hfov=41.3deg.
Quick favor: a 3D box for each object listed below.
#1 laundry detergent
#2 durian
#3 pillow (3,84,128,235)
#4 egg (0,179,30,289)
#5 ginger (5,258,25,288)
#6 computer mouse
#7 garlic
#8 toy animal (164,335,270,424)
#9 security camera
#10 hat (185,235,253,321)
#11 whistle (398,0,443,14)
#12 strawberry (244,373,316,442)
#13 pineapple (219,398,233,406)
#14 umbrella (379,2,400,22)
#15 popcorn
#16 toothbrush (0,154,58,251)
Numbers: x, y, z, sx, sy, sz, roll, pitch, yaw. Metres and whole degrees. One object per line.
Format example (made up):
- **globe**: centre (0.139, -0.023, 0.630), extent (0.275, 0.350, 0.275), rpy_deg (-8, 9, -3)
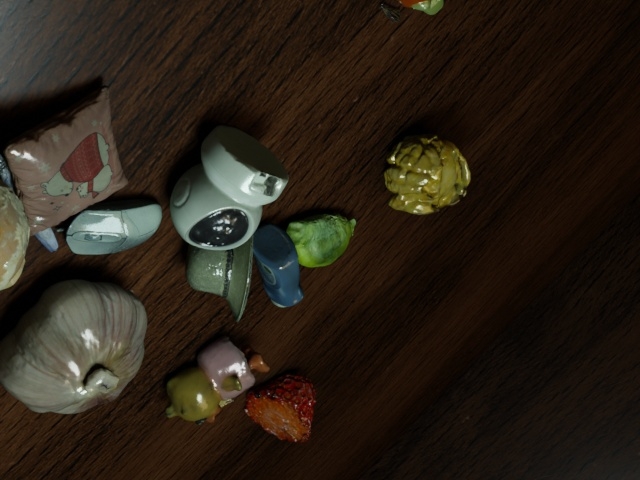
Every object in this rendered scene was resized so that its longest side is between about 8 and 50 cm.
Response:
- **laundry detergent**: centre (-0.099, 0.081, 2.097), extent (0.094, 0.143, 0.290), rpy_deg (-38, 153, -16)
- **durian**: centre (0.000, 0.000, 2.149), extent (0.250, 0.101, 0.139), rpy_deg (3, 125, -51)
- **pillow**: centre (-0.436, -0.132, 1.475), extent (0.223, 0.084, 0.236), rpy_deg (-41, 153, -31)
- **egg**: centre (-0.572, -0.011, 1.360), extent (0.203, 0.203, 0.245), rpy_deg (-22, 142, -33)
- **ginger**: centre (-0.653, 0.091, 1.514), extent (0.288, 0.075, 0.089), rpy_deg (-30, -172, -26)
- **computer mouse**: centre (-0.403, -0.024, 1.674), extent (0.229, 0.068, 0.113), rpy_deg (-14, 136, -41)
- **garlic**: centre (-0.494, 0.221, 1.732), extent (0.322, 0.241, 0.322), rpy_deg (-35, 170, -7)
- **toy animal**: centre (-0.283, 0.369, 2.209), extent (0.281, 0.195, 0.169), rpy_deg (-43, 110, -10)
- **security camera**: centre (-0.202, -0.092, 1.726), extent (0.236, 0.194, 0.194), rpy_deg (-50, 149, 19)
- **hat**: centre (-0.232, 0.049, 1.877), extent (0.130, 0.257, 0.257), rpy_deg (6, 130, -14)
- **whistle**: centre (0.190, -0.538, 1.721), extent (0.131, 0.106, 0.288), rpy_deg (-43, 150, 10)
- **strawberry**: centre (-0.107, 0.484, 2.580), extent (0.234, 0.234, 0.178), rpy_deg (99, 18, -45)
- **pineapple**: centre (-0.310, 0.447, 2.354), extent (0.137, 0.069, 0.116), rpy_deg (-42, 150, -1)
- **umbrella**: centre (0.150, -0.490, 1.821), extent (0.083, 0.020, 0.031), rpy_deg (18, 113, -51)
- **popcorn**: centre (0.267, -0.167, 2.185), extent (0.250, 0.190, 0.250), rpy_deg (-24, 141, -20)
- **toothbrush**: centre (-0.532, -0.096, 1.467), extent (0.035, 0.042, 0.413), rpy_deg (-35, 150, -16)
